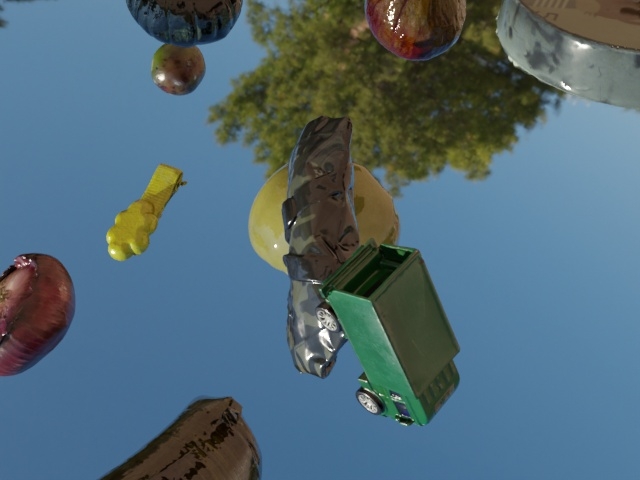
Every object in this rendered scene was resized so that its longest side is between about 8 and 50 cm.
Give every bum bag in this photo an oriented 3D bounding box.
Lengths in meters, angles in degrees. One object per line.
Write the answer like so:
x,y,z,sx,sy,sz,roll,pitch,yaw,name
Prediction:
0.000,0.000,0.965,0.095,0.144,0.340,8,-108,-23,bum bag

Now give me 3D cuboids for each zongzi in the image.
-0.241,0.560,1.418,0.208,0.432,0.403,-5,-160,43,zongzi

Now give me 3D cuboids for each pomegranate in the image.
-0.315,-0.380,1.715,0.130,0.130,0.130,21,-153,-11,pomegranate

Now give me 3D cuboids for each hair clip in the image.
-0.265,-0.042,1.181,0.072,0.046,0.173,18,-121,23,hair clip

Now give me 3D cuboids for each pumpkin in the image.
-0.231,-0.424,1.313,0.202,0.140,0.202,3,-113,-6,pumpkin

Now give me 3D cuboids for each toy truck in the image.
0.055,0.075,0.592,0.079,0.147,0.065,13,-134,47,toy truck

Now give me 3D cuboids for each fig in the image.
0.160,-0.451,1.308,0.191,0.290,0.190,-6,-133,7,fig

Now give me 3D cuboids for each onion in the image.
-0.563,0.144,1.478,0.161,0.248,0.248,30,-155,-18,onion

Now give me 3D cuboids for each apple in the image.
0.011,-0.021,1.355,0.262,0.262,0.262,21,-153,-11,apple

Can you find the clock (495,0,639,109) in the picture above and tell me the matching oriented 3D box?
0.362,-0.259,0.859,0.325,0.067,0.325,-3,-137,3,clock
